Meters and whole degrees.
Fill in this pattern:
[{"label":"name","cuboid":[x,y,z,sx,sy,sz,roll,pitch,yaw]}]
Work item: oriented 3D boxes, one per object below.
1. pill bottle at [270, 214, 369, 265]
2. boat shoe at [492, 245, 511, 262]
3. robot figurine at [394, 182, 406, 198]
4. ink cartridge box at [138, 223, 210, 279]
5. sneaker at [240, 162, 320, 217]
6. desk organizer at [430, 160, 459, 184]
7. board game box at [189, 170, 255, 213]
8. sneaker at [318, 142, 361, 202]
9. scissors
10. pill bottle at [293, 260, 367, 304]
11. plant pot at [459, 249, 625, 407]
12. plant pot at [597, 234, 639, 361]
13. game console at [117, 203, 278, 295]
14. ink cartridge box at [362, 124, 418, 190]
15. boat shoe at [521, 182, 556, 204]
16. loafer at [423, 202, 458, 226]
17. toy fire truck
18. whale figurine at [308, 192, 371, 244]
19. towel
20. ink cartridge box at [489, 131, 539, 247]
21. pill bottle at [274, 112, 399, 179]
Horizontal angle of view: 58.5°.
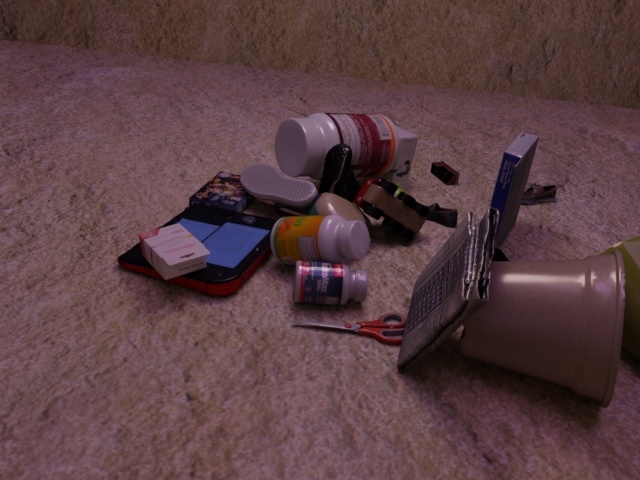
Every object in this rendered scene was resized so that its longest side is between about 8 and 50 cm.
[{"label":"pill bottle","cuboid":[0.000,0.000,1.523,0.246,0.136,0.136,-1,22,34]},{"label":"boat shoe","cuboid":[0.478,0.122,1.529,0.109,0.091,0.305,8,30,2]},{"label":"robot figurine","cuboid":[0.249,-0.159,1.995,0.115,0.067,0.101,25,37,28]},{"label":"ink cartridge box","cuboid":[-0.365,0.033,1.439,0.115,0.067,0.198,-18,32,-30]},{"label":"sneaker","cuboid":[-0.126,-0.148,1.839,0.321,0.127,0.126,26,70,37]},{"label":"desk organizer","cuboid":[0.489,-0.266,2.251,0.050,0.047,0.130,-8,33,-20]},{"label":"board game box","cuboid":[-0.308,-0.154,1.899,0.165,0.042,0.243,13,30,10]},{"label":"sneaker","cuboid":[0.075,-0.192,1.803,0.124,0.283,0.107,-4,51,-20]},{"label":"scissors","cuboid":[0.085,0.213,1.362,0.297,0.021,0.109,0,33,-15]},{"label":"pill bottle","cuboid":[0.024,0.108,1.444,0.180,0.108,0.108,3,30,-5]},{"label":"plant pot","cuboid":[0.476,0.171,1.261,0.305,0.333,0.334,6,28,21]},{"label":"plant pot","cuboid":[0.808,0.179,1.366,0.275,0.274,0.293,-3,47,-16]},{"label":"game console","cuboid":[-0.314,0.008,1.601,0.342,0.060,0.386,16,31,15]},{"label":"ink cartridge box","cuboid":[0.252,-0.302,2.094,0.093,0.219,0.160,-12,35,-35]},{"label":"boat shoe","cuboid":[0.808,-0.181,2.146,0.183,0.066,0.066,-8,33,-24]},{"label":"loafer","cuboid":[0.385,-0.102,1.929,0.170,0.061,0.062,18,33,21]},{"label":"toy fire truck","cuboid":[0.203,-0.130,1.821,0.217,0.158,0.246,30,-1,-28]},{"label":"whale figurine","cuboid":[0.059,-0.046,1.720,0.216,0.141,0.272,48,20,11]},{"label":"towel","cuboid":[0.274,0.101,1.263,0.056,0.324,0.312,31,43,-4]},{"label":"ink cartridge box","cuboid":[0.576,-0.140,1.771,0.071,0.324,0.330,20,32,24]},{"label":"pill bottle","cuboid":[0.058,-0.319,1.938,0.392,0.224,0.224,-9,33,-36]}]
